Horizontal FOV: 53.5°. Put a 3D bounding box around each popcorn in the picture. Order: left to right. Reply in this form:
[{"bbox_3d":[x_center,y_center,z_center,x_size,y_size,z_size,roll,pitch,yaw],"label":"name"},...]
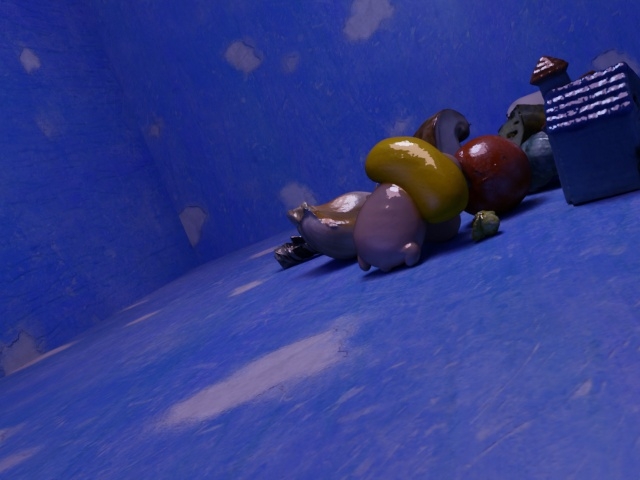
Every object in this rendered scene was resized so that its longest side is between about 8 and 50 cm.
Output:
[{"bbox_3d":[0.362,-0.034,1.410,0.083,0.060,0.068,-35,11,-27],"label":"popcorn"}]

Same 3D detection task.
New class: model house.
[{"bbox_3d":[0.612,-0.279,1.367,0.251,0.329,0.295,-22,7,45],"label":"model house"}]

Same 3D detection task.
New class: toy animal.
[{"bbox_3d":[0.250,-0.071,1.549,0.277,0.345,0.247,6,-12,35],"label":"toy animal"}]

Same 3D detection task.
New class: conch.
[{"bbox_3d":[0.642,-0.236,1.698,0.277,0.195,0.220,-55,-2,3],"label":"conch"}]

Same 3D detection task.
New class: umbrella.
[{"bbox_3d":[0.000,-0.003,2.284,0.357,0.106,0.113,-21,3,18],"label":"umbrella"}]

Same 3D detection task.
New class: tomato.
[{"bbox_3d":[0.432,-0.165,1.616,0.184,0.208,0.208,-21,4,-28],"label":"tomato"}]

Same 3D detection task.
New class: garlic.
[{"bbox_3d":[0.077,-0.052,1.943,0.313,0.250,0.286,-4,-19,-22],"label":"garlic"}]

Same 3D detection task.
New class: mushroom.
[{"bbox_3d":[0.340,-0.221,2.135,0.224,0.314,0.397,-23,-1,-34],"label":"mushroom"}]

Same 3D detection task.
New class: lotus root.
[{"bbox_3d":[0.652,-0.267,1.900,0.260,0.149,0.267,-1,-28,-16],"label":"lotus root"}]

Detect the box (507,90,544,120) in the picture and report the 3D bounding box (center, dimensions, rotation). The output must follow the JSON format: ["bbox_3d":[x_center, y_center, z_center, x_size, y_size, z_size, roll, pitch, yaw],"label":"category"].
[{"bbox_3d":[0.829,-0.424,2.260,0.288,0.141,0.349,-17,35,13],"label":"box"}]
